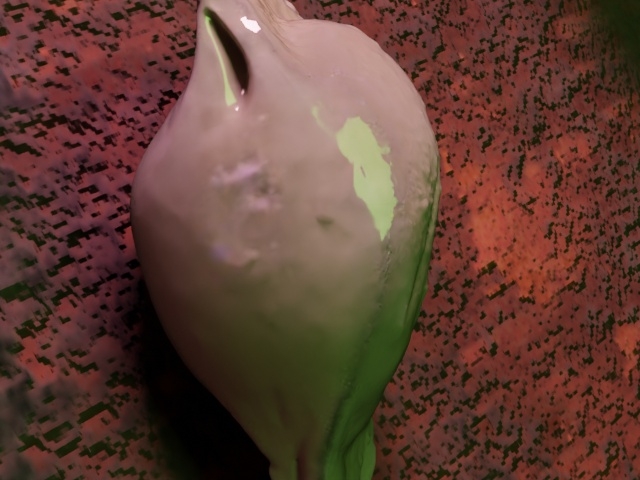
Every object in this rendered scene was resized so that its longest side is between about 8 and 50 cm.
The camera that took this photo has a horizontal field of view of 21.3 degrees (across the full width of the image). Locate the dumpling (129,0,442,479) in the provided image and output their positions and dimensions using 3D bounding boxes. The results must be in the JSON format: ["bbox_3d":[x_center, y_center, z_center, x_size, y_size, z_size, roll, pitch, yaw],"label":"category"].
[{"bbox_3d":[0.000,0.000,0.747,0.179,0.131,0.252,-3,79,-74],"label":"dumpling"}]
